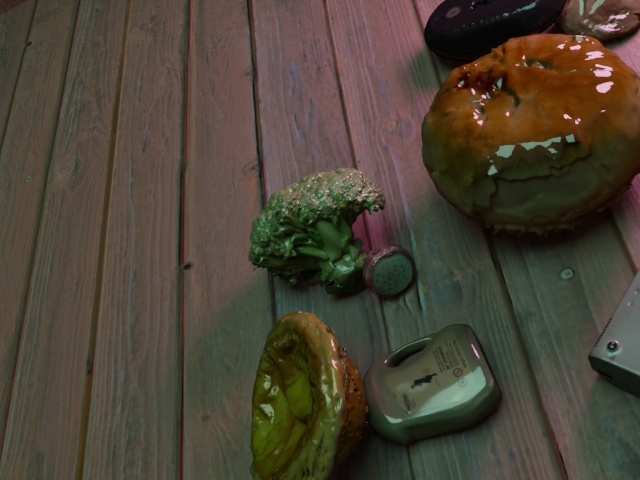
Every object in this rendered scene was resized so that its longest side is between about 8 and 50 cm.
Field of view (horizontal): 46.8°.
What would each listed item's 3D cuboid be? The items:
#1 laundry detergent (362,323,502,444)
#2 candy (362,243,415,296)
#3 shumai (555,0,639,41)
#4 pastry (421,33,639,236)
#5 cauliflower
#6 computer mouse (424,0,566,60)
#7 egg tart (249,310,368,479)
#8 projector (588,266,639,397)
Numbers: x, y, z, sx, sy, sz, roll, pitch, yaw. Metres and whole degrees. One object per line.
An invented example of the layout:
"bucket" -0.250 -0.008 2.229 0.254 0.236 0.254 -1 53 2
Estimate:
"laundry detergent" 0.163 0.251 1.245 0.253 0.091 0.181 -26 48 11
"candy" 0.128 0.056 1.397 0.103 0.103 0.043 -41 28 -3
"shumai" 0.586 -0.516 1.544 0.201 0.120 0.201 -14 50 17
"pastry" 0.386 -0.185 1.331 0.410 0.245 0.409 -17 48 20
"cauliflower" 0.000 0.000 1.451 0.272 0.275 0.250 -32 80 -17
"computer mouse" 0.384 -0.487 1.629 0.323 0.116 0.182 -8 54 33
"egg tart" -0.018 0.279 1.246 0.341 0.132 0.341 -38 46 55
"projector" 0.556 0.156 1.084 0.250 0.108 0.198 26 73 39
